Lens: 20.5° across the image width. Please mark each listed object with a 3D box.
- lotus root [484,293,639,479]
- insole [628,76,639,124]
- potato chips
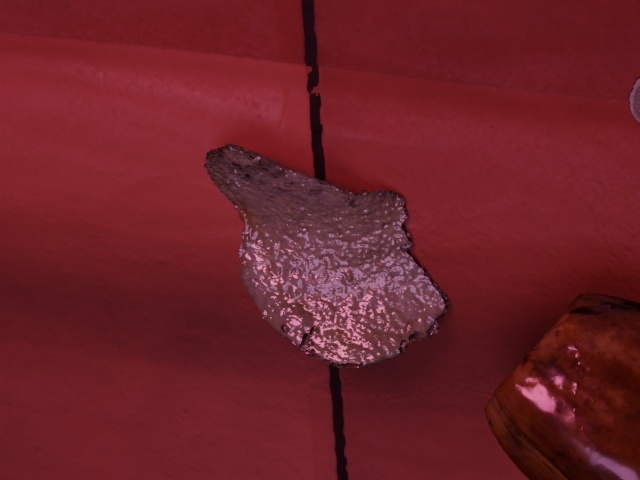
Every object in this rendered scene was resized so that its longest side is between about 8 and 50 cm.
[{"bbox_3d":[0.282,0.161,1.412,0.291,0.193,0.193,35,127,1],"label":"lotus root"},{"bbox_3d":[0.334,-0.055,1.343,0.232,0.003,0.080,37,127,-4],"label":"insole"},{"bbox_3d":[-0.004,0.003,1.486,0.167,0.059,0.228,-17,108,23],"label":"potato chips"}]
